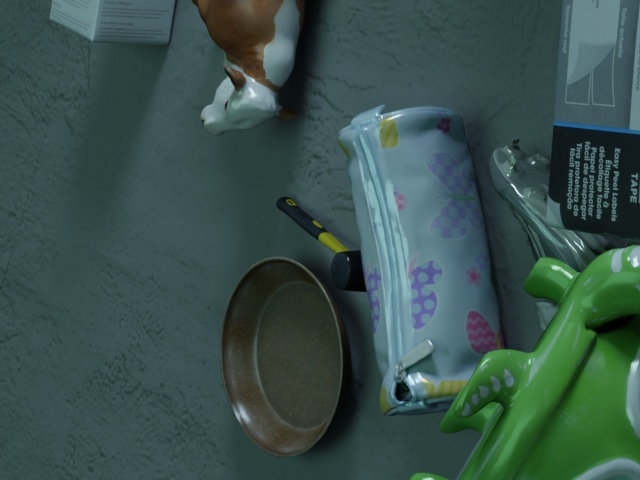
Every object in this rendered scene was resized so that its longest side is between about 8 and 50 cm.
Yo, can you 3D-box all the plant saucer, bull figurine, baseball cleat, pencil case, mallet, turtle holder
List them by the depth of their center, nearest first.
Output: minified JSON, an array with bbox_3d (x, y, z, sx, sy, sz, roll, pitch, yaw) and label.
[{"bbox_3d":[0.223,0.136,1.384,0.227,0.243,0.320,31,99,6],"label":"turtle holder"},{"bbox_3d":[0.190,0.012,1.531,0.206,0.072,0.109,54,133,38],"label":"baseball cleat"},{"bbox_3d":[0.087,0.020,1.618,0.113,0.124,0.273,-20,75,50],"label":"pencil case"},{"bbox_3d":[0.000,0.000,1.773,0.190,0.062,0.039,34,118,46],"label":"mallet"},{"bbox_3d":[-0.072,-0.262,1.826,0.188,0.101,0.310,36,118,47],"label":"bull figurine"},{"bbox_3d":[-0.029,0.115,1.833,0.198,0.036,0.198,1,91,52],"label":"plant saucer"}]

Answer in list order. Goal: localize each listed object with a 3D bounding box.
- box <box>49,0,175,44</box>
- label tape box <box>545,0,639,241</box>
[{"bbox_3d":[-0.225,-0.268,2.016,0.101,0.102,0.087,30,116,48],"label":"box"},{"bbox_3d":[0.322,-0.110,1.336,0.334,0.106,0.240,11,100,51],"label":"label tape box"}]
